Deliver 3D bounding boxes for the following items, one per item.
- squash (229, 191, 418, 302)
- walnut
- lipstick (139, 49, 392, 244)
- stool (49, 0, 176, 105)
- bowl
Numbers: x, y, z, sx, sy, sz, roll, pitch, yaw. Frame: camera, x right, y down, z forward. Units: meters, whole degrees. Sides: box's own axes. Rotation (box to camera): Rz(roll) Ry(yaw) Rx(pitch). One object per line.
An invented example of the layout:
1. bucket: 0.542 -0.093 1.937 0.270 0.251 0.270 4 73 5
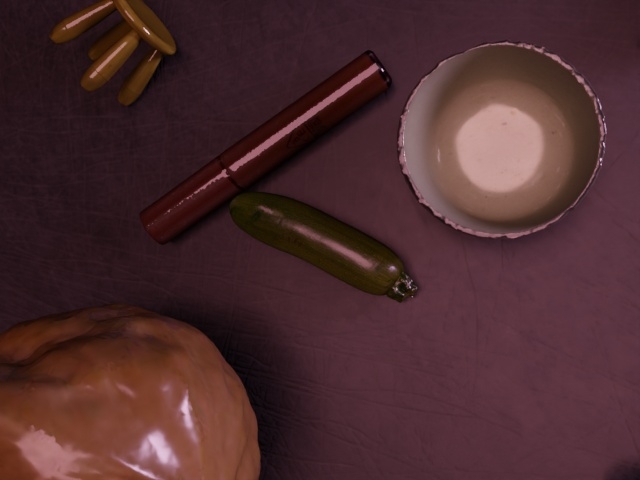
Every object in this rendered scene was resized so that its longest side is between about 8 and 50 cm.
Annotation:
1. squash: 0.000 0.000 0.868 0.258 0.069 0.069 25 93 15
2. walnut: -0.251 0.239 0.791 0.384 0.383 0.383 -1 86 15
3. lipstick: -0.070 -0.112 0.901 0.357 0.057 0.057 -33 79 11
4. stool: -0.262 -0.253 0.934 0.110 0.134 0.135 -40 122 12
5. bowl: 0.197 -0.101 0.800 0.211 0.112 0.211 -1 85 15
